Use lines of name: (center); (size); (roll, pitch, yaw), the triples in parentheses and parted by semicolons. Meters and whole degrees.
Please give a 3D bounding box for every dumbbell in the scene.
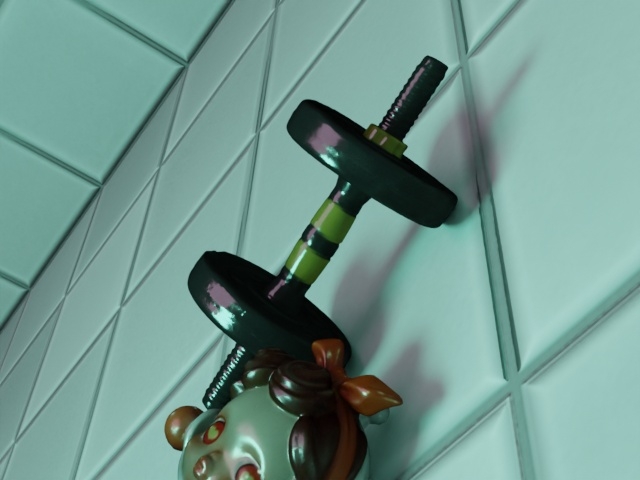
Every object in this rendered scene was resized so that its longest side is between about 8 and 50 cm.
dumbbell: (0.000, 0.000, 0.807); (0.325, 0.143, 0.143); (-56, 20, 11)

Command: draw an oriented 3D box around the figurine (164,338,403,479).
figurine: (-0.041, 0.166, 0.694); (0.226, 0.160, 0.183); (-50, 21, 5)
